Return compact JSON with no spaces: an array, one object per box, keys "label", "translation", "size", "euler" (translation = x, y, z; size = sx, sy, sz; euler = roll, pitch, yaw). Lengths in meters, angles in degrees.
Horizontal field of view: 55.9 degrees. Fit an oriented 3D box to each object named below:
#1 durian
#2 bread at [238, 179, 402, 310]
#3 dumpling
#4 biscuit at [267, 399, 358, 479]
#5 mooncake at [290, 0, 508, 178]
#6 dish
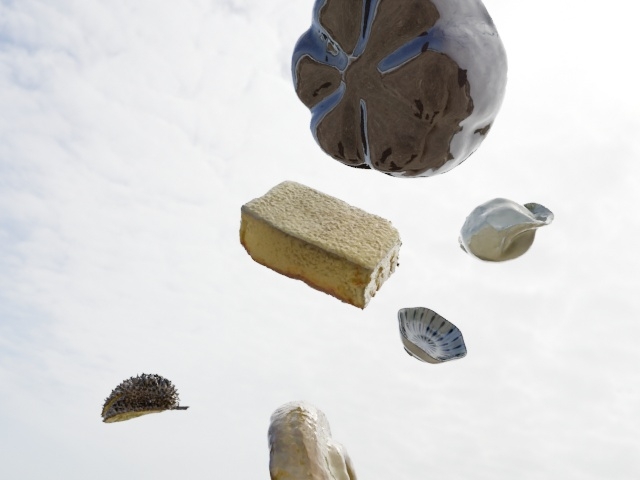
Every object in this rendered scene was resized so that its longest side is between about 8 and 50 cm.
[{"label":"durian","translation":[-0.274,0.243,0.949],"size":[0.140,0.071,0.110],"euler":[-4,-4,2]},{"label":"bread","translation":[0.000,0.000,1.103],"size":[0.275,0.185,0.114],"euler":[26,-55,17]},{"label":"dumpling","translation":[0.380,-0.023,1.266],"size":[0.132,0.162,0.250],"euler":[66,-17,-4]},{"label":"biscuit","translation":[0.008,0.359,0.838],"size":[0.091,0.274,0.213],"euler":[-22,-7,6]},{"label":"mooncake","translation":[0.081,-0.185,0.673],"size":[0.133,0.245,0.245],"euler":[-18,0,-44]},{"label":"dish","translation":[0.255,0.242,1.453],"size":[0.191,0.190,0.066],"euler":[20,-60,-8]}]
